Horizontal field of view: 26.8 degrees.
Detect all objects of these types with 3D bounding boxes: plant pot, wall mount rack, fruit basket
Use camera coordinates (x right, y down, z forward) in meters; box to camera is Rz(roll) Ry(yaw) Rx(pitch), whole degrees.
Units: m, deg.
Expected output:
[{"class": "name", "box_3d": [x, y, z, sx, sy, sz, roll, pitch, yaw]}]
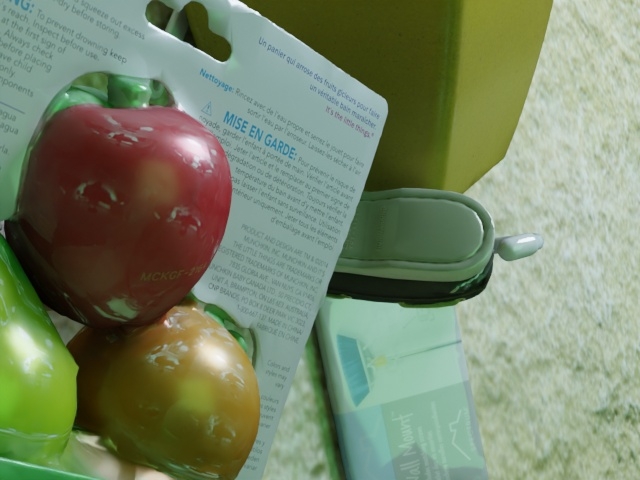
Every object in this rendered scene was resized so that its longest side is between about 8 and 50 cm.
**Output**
[{"class": "plant pot", "box_3d": [0.043, -0.133, 0.955, 0.212, 0.212, 0.187, -39, 132, -52]}, {"class": "wall mount rack", "box_3d": [0.038, 0.125, 0.974, 0.304, 0.130, 0.350, -13, 92, -23]}, {"class": "fruit basket", "box_3d": [-0.122, 0.033, 0.673, 0.327, 0.165, 0.353, 25, 78, -49]}]

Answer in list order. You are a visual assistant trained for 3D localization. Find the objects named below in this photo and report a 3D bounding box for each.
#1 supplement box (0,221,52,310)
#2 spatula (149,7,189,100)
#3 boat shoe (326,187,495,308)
[{"class": "supplement box", "box_3d": [-0.168, 0.015, 0.757, 0.098, 0.062, 0.036, 16, 71, -51]}, {"class": "spatula", "box_3d": [-0.060, -0.159, 0.986, 0.168, 0.019, 0.242, 51, 46, -42]}, {"class": "boat shoe", "box_3d": [0.000, 0.000, 0.884, 0.069, 0.227, 0.081, 78, 25, -60]}]
